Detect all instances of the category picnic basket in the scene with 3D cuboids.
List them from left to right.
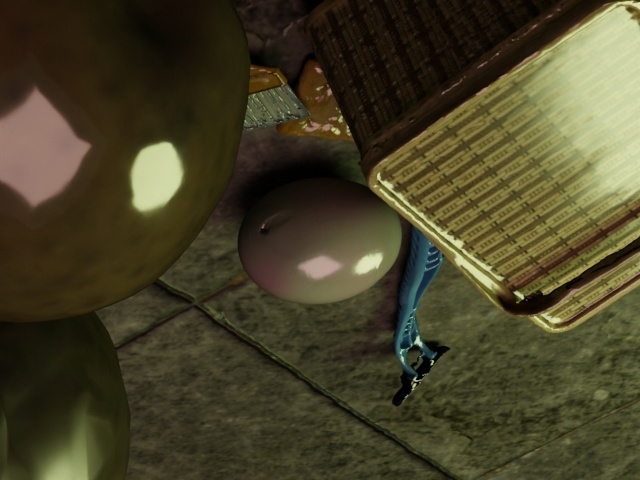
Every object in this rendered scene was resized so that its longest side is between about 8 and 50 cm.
[{"bbox_3d":[0.172,-0.086,1.196,0.228,0.175,0.313,-34,139,15],"label":"picnic basket"}]

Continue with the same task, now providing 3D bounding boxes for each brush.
[{"bbox_3d":[-0.087,-0.143,1.182,0.083,0.010,0.218,-14,143,19],"label":"brush"}]

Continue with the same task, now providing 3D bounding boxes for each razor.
[{"bbox_3d":[0.089,0.047,1.467,0.082,0.042,0.253,-46,155,-31],"label":"razor"}]

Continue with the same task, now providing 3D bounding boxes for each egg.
[{"bbox_3d":[0.000,0.000,1.325,0.135,0.103,0.103,-7,142,-12],"label":"egg"}]

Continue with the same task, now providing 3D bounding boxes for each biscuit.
[{"bbox_3d":[0.015,-0.107,1.264,0.083,0.018,0.081,6,139,-23],"label":"biscuit"}]

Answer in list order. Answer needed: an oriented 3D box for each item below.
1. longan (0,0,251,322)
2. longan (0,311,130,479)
[{"bbox_3d":[-0.196,-0.114,0.976,0.288,0.288,0.350,-21,118,9],"label":"longan"},{"bbox_3d":[-0.333,0.141,1.169,0.391,0.391,0.391,-9,143,-7],"label":"longan"}]
